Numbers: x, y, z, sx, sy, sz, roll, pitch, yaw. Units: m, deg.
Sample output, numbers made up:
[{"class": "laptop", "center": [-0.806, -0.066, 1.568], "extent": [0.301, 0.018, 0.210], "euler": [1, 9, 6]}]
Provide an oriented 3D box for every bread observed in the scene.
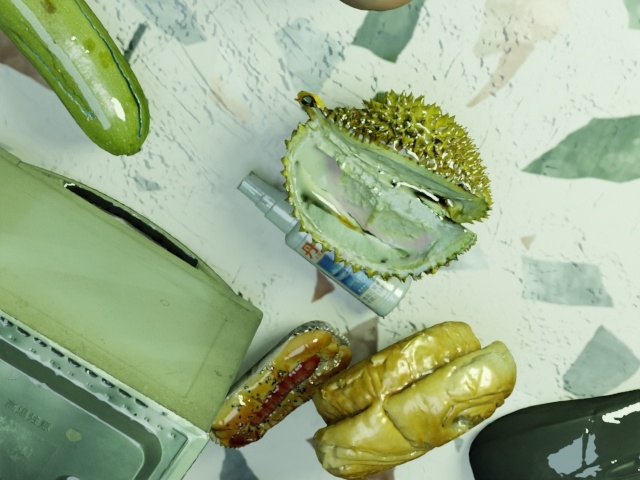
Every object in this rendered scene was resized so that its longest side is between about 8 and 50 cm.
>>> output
[{"class": "bread", "center": [0.099, 0.172, 1.724], "extent": [0.236, 0.198, 0.120], "euler": [-28, 80, 13]}]

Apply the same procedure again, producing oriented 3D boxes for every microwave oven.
[{"class": "microwave oven", "center": [-0.307, 0.117, 1.701], "extent": [0.394, 0.333, 0.247], "euler": [32, 117, -4]}]

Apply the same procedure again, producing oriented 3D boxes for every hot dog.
[{"class": "hot dog", "center": [-0.047, 0.164, 1.792], "extent": [0.191, 0.059, 0.108], "euler": [-42, 143, 11]}]

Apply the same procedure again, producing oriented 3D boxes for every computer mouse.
[{"class": "computer mouse", "center": [0.299, 0.247, 1.780], "extent": [0.270, 0.086, 0.137], "euler": [-11, 110, 12]}]

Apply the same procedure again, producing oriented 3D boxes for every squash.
[{"class": "squash", "center": [-0.290, -0.234, 1.684], "extent": [0.094, 0.094, 0.341], "euler": [-35, 101, 20]}]

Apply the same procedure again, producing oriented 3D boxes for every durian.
[{"class": "durian", "center": [0.063, -0.079, 1.662], "extent": [0.193, 0.138, 0.237], "euler": [-34, 105, 22]}]

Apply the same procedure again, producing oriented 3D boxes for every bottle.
[{"class": "bottle", "center": [0.000, 0.000, 1.746], "extent": [0.217, 0.060, 0.060], "euler": [37, 112, -6]}]

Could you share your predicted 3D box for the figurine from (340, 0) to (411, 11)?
[{"class": "figurine", "center": [0.045, -0.436, 1.484], "extent": [0.277, 0.248, 0.388], "euler": [21, 118, -25]}]
